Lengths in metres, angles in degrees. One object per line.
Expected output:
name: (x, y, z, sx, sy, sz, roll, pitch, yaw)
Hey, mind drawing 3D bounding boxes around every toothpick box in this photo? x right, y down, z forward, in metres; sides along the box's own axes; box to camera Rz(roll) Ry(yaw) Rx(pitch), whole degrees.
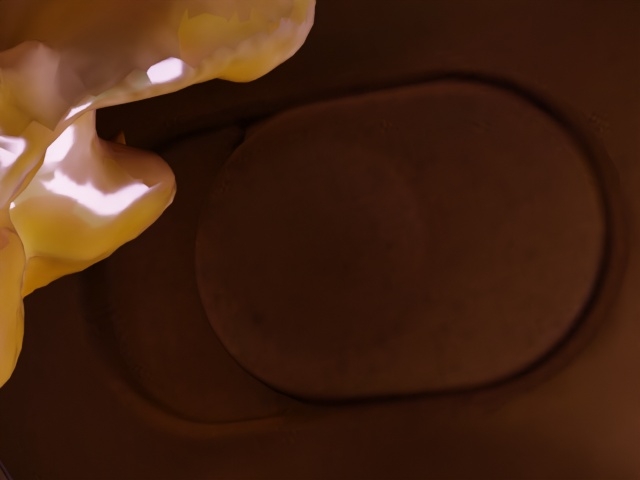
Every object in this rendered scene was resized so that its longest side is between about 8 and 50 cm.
toothpick box: (0.067, 0.020, 0.620, 0.409, 0.409, 0.425, -47, 162, 11)

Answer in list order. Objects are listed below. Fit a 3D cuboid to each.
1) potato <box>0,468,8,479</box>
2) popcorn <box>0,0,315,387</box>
potato: (-0.155, 0.142, 0.913, 0.194, 0.157, 0.157, -27, 162, -15)
popcorn: (-0.130, -0.041, 0.356, 0.191, 0.190, 0.253, -15, -156, 45)
